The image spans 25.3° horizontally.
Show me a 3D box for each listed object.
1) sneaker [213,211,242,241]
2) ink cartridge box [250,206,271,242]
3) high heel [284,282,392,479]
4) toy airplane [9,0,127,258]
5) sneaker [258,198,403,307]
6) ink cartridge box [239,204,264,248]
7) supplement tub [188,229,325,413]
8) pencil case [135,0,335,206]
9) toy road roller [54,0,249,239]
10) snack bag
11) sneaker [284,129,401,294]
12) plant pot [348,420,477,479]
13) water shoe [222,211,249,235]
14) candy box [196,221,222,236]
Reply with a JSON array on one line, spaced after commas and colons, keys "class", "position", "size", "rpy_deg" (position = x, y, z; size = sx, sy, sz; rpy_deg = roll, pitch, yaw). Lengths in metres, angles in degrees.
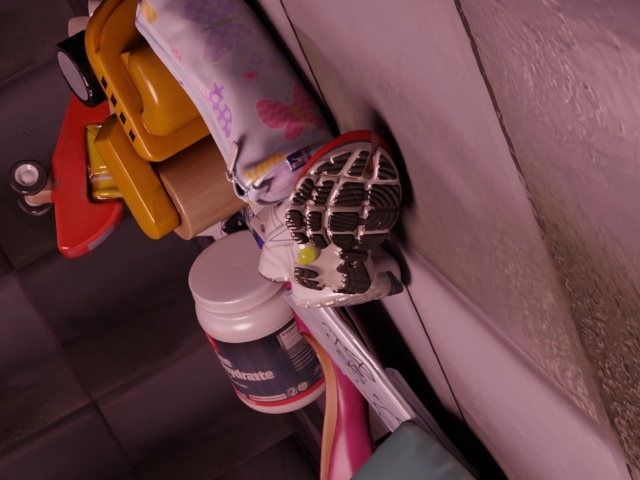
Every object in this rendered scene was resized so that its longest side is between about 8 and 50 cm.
[{"class": "sneaker", "position": [-0.128, 0.014, 2.591], "size": [0.092, 0.087, 0.229], "rpy_deg": [28, 150, 37]}, {"class": "ink cartridge box", "position": [-0.029, 0.010, 1.914], "size": [0.122, 0.052, 0.088], "rpy_deg": [44, -177, -35]}, {"class": "high heel", "position": [-0.001, 0.228, 2.150], "size": [0.377, 0.181, 0.127], "rpy_deg": [59, 172, 9]}, {"class": "toy airplane", "position": [-0.319, -0.197, 2.318], "size": [0.386, 0.272, 0.384], "rpy_deg": [-75, 1, -61]}, {"class": "sneaker", "position": [0.000, 0.000, 1.634], "size": [0.297, 0.111, 0.129], "rpy_deg": [23, 118, 61]}, {"class": "ink cartridge box", "position": [-0.115, -0.104, 2.127], "size": [0.333, 0.065, 0.165], "rpy_deg": [57, 171, 15]}, {"class": "supplement tub", "position": [-0.092, 0.135, 2.352], "size": [0.191, 0.191, 0.272], "rpy_deg": [51, 168, 50]}, {"class": "pencil case", "position": [-0.092, -0.168, 1.543], "size": [0.273, 0.124, 0.113], "rpy_deg": [59, 172, 17]}, {"class": "toy road roller", "position": [-0.171, -0.169, 1.794], "size": [0.330, 0.202, 0.240], "rpy_deg": [63, 160, -15]}, {"class": "snack bag", "position": [0.069, 0.180, 1.912], "size": [0.342, 0.037, 0.323], "rpy_deg": [51, 173, 1]}, {"class": "sneaker", "position": [0.015, -0.046, 1.404], "size": [0.279, 0.107, 0.118], "rpy_deg": [107, 167, -64]}, {"class": "plant pot", "position": [0.110, 0.406, 1.730], "size": [0.293, 0.235, 0.293], "rpy_deg": [49, 170, 11]}, {"class": "water shoe", "position": [-0.103, 0.039, 2.474], "size": [0.203, 0.080, 0.073], "rpy_deg": [63, 172, -16]}, {"class": "candy box", "position": [-0.225, -0.112, 2.512], "size": [0.196, 0.070, 0.165], "rpy_deg": [-137, 48, -65]}]
